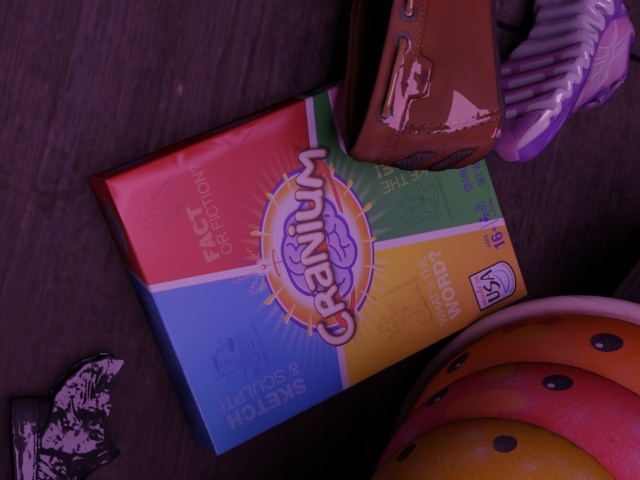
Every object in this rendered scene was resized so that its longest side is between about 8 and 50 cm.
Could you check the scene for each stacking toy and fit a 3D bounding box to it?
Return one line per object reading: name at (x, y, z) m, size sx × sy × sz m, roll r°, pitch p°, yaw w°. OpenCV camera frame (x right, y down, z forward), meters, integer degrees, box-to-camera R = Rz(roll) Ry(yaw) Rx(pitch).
stacking toy at (0.133, 0.218, 0.746) m, size 0.480 × 0.351 × 0.350 m, roll 1°, pitch 95°, yaw -65°

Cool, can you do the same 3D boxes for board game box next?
board game box at (0.000, 0.000, 0.939) m, size 0.317 × 0.064 × 0.242 m, roll -25°, pitch 104°, yaw -20°

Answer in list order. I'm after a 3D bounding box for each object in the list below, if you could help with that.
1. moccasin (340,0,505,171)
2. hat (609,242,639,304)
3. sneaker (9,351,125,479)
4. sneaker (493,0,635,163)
moccasin at (0.052, -0.240, 0.883) m, size 0.147 × 0.139 × 0.380 m, roll 2°, pitch 82°, yaw -19°
hat at (0.391, 0.044, 1.059) m, size 0.331 × 0.134 × 0.331 m, roll -6°, pitch 126°, yaw -8°
sneaker at (-0.196, 0.175, 0.874) m, size 0.089 × 0.051 × 0.170 m, roll -3°, pitch 92°, yaw -19°
sneaker at (0.223, -0.148, 0.995) m, size 0.104 × 0.095 × 0.236 m, roll 52°, pitch 55°, yaw -33°
